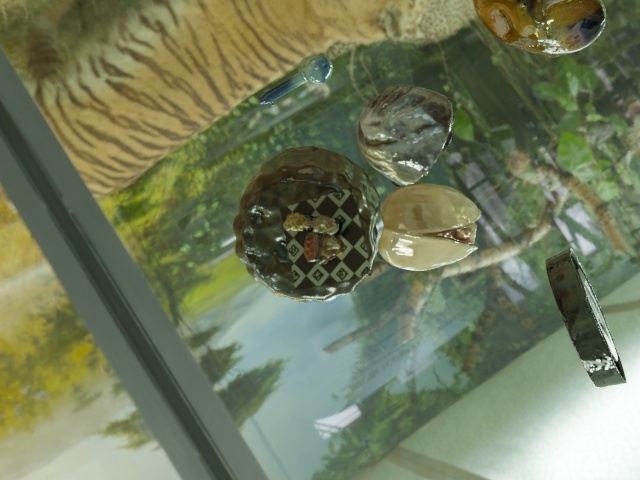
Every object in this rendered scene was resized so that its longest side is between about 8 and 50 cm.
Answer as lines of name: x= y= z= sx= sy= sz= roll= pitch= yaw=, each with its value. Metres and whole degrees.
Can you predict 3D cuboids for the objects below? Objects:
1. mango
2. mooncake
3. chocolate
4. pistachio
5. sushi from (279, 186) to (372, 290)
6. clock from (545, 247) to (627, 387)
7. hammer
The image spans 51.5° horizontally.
mango: x=0.391 y=-0.433 z=1.220 sx=0.153 sy=0.201 sz=0.287 roll=-29 pitch=-140 yaw=-2
mooncake: x=-0.024 y=-0.022 z=1.254 sx=0.290 sy=0.290 sz=0.161 roll=-34 pitch=-167 yaw=18
chocolate: x=0.214 y=-0.326 z=1.902 sx=0.303 sy=0.213 sz=0.303 roll=-45 pitch=-150 yaw=36
pistachio: x=0.262 y=-0.033 z=1.639 sx=0.309 sy=0.230 sz=0.230 roll=1 pitch=156 yaw=-33
sushi: x=0.000 y=0.000 z=0.915 sx=0.120 sy=0.126 sz=0.026 roll=-15 pitch=172 yaw=23
clock: x=0.595 y=0.173 z=1.490 sx=0.066 sy=0.319 sz=0.319 roll=-23 pitch=180 yaw=23
hammer: x=-0.065 y=-0.378 z=1.592 sx=0.194 sy=0.069 sz=0.116 roll=-32 pitch=-159 yaw=-4
